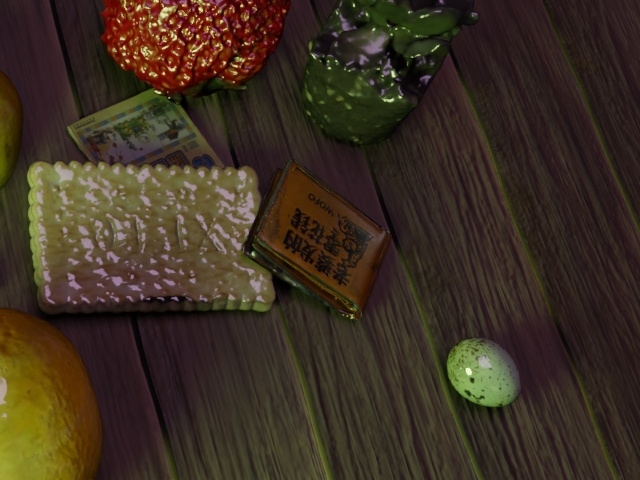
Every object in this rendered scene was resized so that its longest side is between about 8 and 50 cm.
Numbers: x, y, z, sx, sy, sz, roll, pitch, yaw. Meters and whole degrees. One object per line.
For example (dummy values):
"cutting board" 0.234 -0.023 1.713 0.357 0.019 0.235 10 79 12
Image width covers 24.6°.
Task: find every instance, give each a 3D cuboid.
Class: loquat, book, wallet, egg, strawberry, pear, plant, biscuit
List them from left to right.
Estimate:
"pear" -0.467 -0.134 1.853 0.200 0.200 0.200 8 59 -14
"loquat" -0.378 0.207 1.654 0.274 0.275 0.275 8 59 -14
"book" -0.232 -0.115 2.024 0.168 0.013 0.192 -28 74 -30
"biscuit" -0.221 -0.003 1.930 0.324 0.044 0.217 -1 67 -24
"strawberry" -0.167 -0.342 2.033 0.261 0.258 0.261 14 54 -20
"wallet" 0.001 0.000 1.992 0.195 0.042 0.161 35 53 -15
"plant" 0.086 -0.270 2.068 0.199 0.276 0.188 29 51 -3
"egg" 0.221 0.177 1.966 0.110 0.085 0.085 32 56 -4
